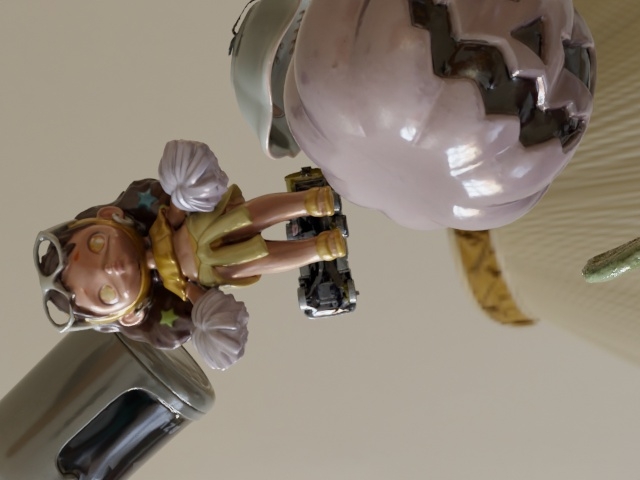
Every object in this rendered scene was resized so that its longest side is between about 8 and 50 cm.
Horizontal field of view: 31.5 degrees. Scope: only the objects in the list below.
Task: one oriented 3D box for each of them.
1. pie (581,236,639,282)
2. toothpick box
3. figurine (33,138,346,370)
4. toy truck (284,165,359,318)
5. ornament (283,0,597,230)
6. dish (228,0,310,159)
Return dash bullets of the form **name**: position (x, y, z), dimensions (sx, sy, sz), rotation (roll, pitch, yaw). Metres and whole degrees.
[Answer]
- **pie**: position (0.223, 0.008, 0.802), dimensions (0.021, 0.084, 0.084), rotation (62, -156, 3)
- **toothpick box**: position (-0.325, 0.239, 1.535), dimensions (0.229, 0.316, 0.229), rotation (47, 180, 0)
- **figurine**: position (-0.104, 0.010, 0.891), dimensions (0.116, 0.240, 0.175), rotation (-28, -74, -71)
- **toy truck**: position (0.000, 0.000, 0.967), dimensions (0.063, 0.052, 0.123), rotation (-83, -17, -78)
- **ornament**: position (0.071, -0.097, 0.654), dimensions (0.177, 0.177, 0.178), rotation (-8, -90, -67)
- **dish**: position (-0.046, -0.201, 1.234), dimensions (0.229, 0.081, 0.230), rotation (17, -90, -76)
